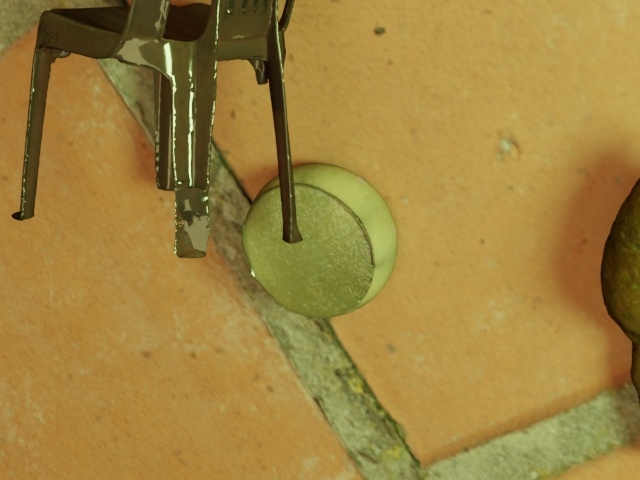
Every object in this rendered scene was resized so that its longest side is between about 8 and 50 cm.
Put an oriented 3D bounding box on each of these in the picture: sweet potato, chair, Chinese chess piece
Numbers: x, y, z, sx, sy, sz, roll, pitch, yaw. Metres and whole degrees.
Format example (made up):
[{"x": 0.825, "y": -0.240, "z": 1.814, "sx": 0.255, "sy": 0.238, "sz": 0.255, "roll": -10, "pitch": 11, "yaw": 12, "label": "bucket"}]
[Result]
[{"x": 0.230, "y": 0.039, "z": 1.099, "sx": 0.075, "sy": 0.075, "sz": 0.269, "roll": 13, "pitch": 127, "yaw": 25, "label": "sweet potato"}, {"x": -0.101, "y": -0.164, "z": 1.129, "sx": 0.183, "sy": 0.176, "sz": 0.326, "roll": 18, "pitch": 109, "yaw": 40, "label": "chair"}, {"x": 0.000, "y": 0.000, "z": 1.228, "sx": 0.122, "sy": 0.051, "sz": 0.122, "roll": 12, "pitch": 117, "yaw": 24, "label": "Chinese chess piece"}]
